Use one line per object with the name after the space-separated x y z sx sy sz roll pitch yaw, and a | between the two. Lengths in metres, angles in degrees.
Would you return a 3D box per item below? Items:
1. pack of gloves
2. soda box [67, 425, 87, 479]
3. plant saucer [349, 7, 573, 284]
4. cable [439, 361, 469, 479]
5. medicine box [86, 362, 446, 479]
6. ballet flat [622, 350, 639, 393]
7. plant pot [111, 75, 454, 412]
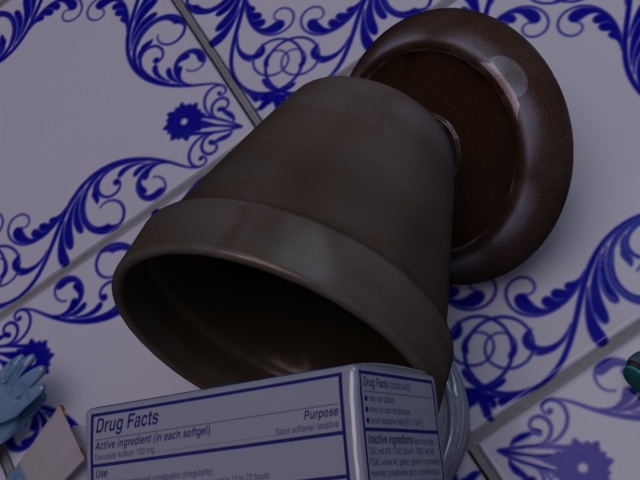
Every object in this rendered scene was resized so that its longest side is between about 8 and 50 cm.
-0.371 0.267 1.253 0.232 0.046 0.195 -49 54 16 | pack of gloves
-0.263 0.327 1.186 0.074 0.069 0.216 1 68 21 | soda box
0.127 -0.099 1.141 0.311 0.050 0.310 9 105 37 | plant saucer
0.032 0.192 1.126 0.257 0.089 0.257 -41 61 0 | cable
-0.038 0.259 0.820 0.264 0.149 0.289 -13 73 29 | medicine box
0.386 0.172 1.019 0.070 0.070 0.188 -40 63 0 | ballet flat
0.000 0.000 1.017 0.323 0.323 0.280 8 56 23 | plant pot
